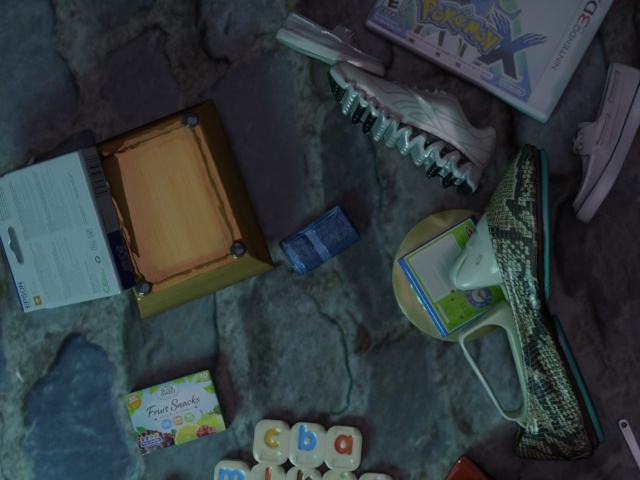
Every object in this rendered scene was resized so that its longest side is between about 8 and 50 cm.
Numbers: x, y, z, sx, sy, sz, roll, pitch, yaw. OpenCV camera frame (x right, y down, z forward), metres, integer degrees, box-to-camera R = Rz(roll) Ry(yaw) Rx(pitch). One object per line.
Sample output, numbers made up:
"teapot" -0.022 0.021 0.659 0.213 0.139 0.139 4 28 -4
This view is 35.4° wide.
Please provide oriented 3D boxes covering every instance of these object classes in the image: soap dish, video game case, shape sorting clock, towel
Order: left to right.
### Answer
"soap dish" -0.228 -0.051 1.557 0.229 0.118 0.291 -21 86 2
"towel" 0.000 0.000 1.586 0.119 0.029 0.067 -32 87 1
"shape sorting clock" 0.214 0.054 1.564 0.206 0.040 0.206 0 92 -1
"video game case" 0.283 -0.392 1.582 0.329 0.036 0.300 29 89 4

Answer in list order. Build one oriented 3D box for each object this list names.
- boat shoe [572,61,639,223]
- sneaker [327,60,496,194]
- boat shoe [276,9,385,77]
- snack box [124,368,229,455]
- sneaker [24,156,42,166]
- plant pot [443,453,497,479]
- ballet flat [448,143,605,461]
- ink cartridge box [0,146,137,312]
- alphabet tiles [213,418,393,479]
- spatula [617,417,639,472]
"boat shoe" 0.431 -0.152 1.544 0.084 0.095 0.258 24 79 8
"sneaker" 0.142 -0.195 1.553 0.292 0.110 0.118 35 81 -6
"boat shoe" 0.023 -0.312 1.585 0.184 0.066 0.063 23 90 14
"snack box" -0.227 0.270 1.583 0.141 0.037 0.100 -18 85 3
"sneaker" -0.443 -0.051 1.607 0.071 0.068 0.170 -6 96 -11
"plant pot" 0.261 0.514 1.446 0.236 0.267 0.267 34 90 -8
"ballet flat" 0.288 0.108 1.480 0.182 0.164 0.482 -12 100 12
"ink cartridge box" -0.398 -0.012 1.526 0.224 0.045 0.223 -11 97 33
"alphabet tiles" -0.030 0.424 1.573 0.284 0.021 0.278 4 88 4
"spatula" 0.571 0.363 1.544 0.168 0.019 0.242 -23 85 8
